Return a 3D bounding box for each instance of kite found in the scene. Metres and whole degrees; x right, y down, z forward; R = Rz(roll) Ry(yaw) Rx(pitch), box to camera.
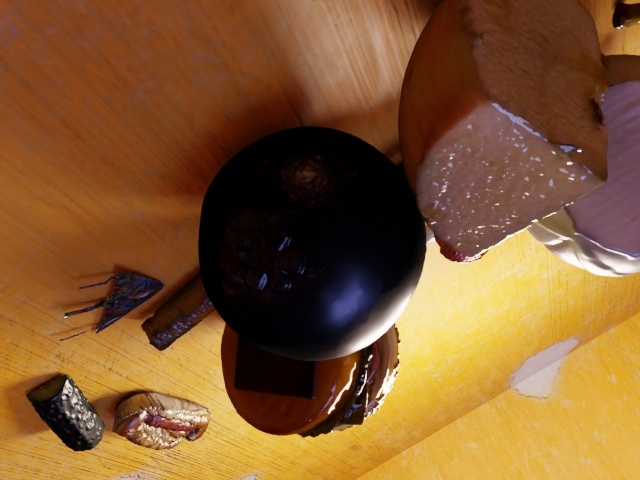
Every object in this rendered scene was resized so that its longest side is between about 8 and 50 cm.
[{"bbox_3d":[-0.293,0.085,1.372,0.160,0.010,0.183,-17,156,-34],"label":"kite"}]

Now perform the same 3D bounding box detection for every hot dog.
[{"bbox_3d":[-0.296,0.333,1.769,0.131,0.069,0.252,-33,154,9],"label":"hot dog"}]

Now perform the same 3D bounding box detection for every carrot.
[{"bbox_3d":[-0.164,0.075,1.428,0.260,0.070,0.070,-37,154,17],"label":"carrot"}]

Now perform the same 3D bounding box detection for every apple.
[{"bbox_3d":[0.220,-0.173,1.136,0.252,0.309,0.314,0,141,7],"label":"apple"}]

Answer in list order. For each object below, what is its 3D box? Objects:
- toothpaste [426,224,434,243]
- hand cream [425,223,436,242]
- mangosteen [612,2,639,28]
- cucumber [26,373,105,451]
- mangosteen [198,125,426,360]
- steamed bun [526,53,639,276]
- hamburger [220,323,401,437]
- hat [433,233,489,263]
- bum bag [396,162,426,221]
[{"bbox_3d":[0.291,-0.122,1.539,0.061,0.099,0.392,31,123,-20],"label":"toothpaste"},{"bbox_3d":[0.176,-0.017,1.668,0.143,0.039,0.061,-1,143,-39],"label":"hand cream"},{"bbox_3d":[0.521,-0.319,1.297,0.235,0.235,0.261,-6,-173,-41],"label":"mangosteen"},{"bbox_3d":[-0.412,0.289,1.566,0.078,0.062,0.211,-25,155,-10],"label":"cucumber"},{"bbox_3d":[-0.001,0.012,1.214,0.297,0.297,0.313,-37,146,14],"label":"mangosteen"},{"bbox_3d":[0.395,-0.105,1.321,0.309,0.309,0.309,-24,155,-12],"label":"steamed bun"},{"bbox_3d":[-0.008,0.182,1.567,0.291,0.291,0.225,-41,148,23],"label":"hamburger"},{"bbox_3d":[0.249,-0.051,1.496,0.112,0.093,0.162,-16,143,-53],"label":"hat"},{"bbox_3d":[0.147,-0.084,1.383,0.232,0.106,0.060,-45,164,-5],"label":"bum bag"}]
